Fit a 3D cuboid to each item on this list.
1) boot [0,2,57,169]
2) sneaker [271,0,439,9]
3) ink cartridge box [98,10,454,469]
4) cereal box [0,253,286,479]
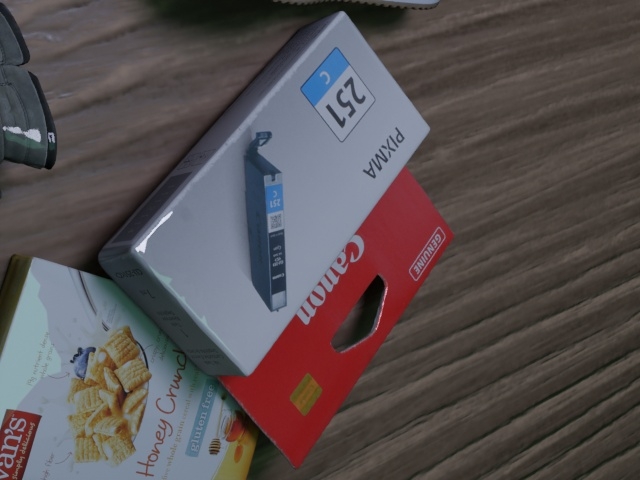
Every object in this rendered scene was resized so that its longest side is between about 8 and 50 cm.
[{"bbox_3d":[-0.240,-0.052,0.641,0.161,0.083,0.246,-6,71,-35],"label":"boot"},{"bbox_3d":[0.016,-0.275,0.811,0.282,0.099,0.153,-9,130,-42],"label":"sneaker"},{"bbox_3d":[0.000,0.000,0.849,0.261,0.066,0.296,51,58,-23],"label":"ink cartridge box"},{"bbox_3d":[-0.152,0.125,0.796,0.240,0.047,0.173,20,82,-37],"label":"cereal box"}]
